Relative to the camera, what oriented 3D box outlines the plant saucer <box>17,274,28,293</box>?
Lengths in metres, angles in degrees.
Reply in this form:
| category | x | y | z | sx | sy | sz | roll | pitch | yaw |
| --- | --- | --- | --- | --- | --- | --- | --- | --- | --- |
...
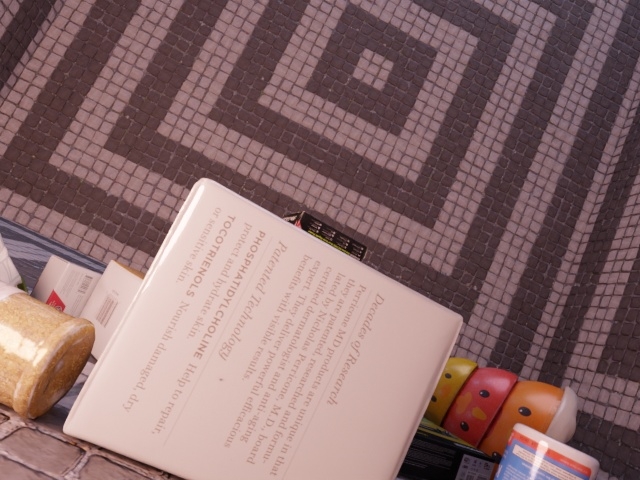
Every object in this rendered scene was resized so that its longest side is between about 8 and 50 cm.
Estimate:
| category | x | y | z | sx | sy | sz | roll | pitch | yaw |
| --- | --- | --- | --- | --- | --- | --- | --- | --- | --- |
| plant saucer | -0.691 | 0.071 | 0.950 | 0.188 | 0.045 | 0.188 | 31 | -10 | -34 |

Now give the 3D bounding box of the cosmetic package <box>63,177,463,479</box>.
| category | x | y | z | sx | sy | sz | roll | pitch | yaw |
| --- | --- | --- | --- | --- | --- | --- | --- | --- | --- |
| cosmetic package | -0.083 | 0.161 | 0.730 | 0.393 | 0.328 | 0.329 | 28 | -10 | -13 |

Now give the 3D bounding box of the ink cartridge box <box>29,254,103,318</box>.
| category | x | y | z | sx | sy | sz | roll | pitch | yaw |
| --- | --- | --- | --- | --- | --- | --- | --- | --- | --- |
| ink cartridge box | -0.508 | 0.125 | 1.027 | 0.072 | 0.128 | 0.175 | 16 | -14 | 34 |

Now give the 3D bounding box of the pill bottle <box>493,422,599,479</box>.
| category | x | y | z | sx | sy | sz | roll | pitch | yaw |
| --- | --- | --- | --- | --- | --- | --- | --- | --- | --- |
| pill bottle | 0.308 | 0.398 | 0.704 | 0.124 | 0.222 | 0.124 | 25 | -9 | 4 |

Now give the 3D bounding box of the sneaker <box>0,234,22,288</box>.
| category | x | y | z | sx | sy | sz | roll | pitch | yaw |
| --- | --- | --- | --- | --- | --- | --- | --- | --- | --- |
| sneaker | -0.597 | 0.041 | 0.845 | 0.292 | 0.110 | 0.118 | 51 | 1 | 42 |

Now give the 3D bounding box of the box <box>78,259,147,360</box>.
| category | x | y | z | sx | sy | sz | roll | pitch | yaw |
| --- | --- | --- | --- | --- | --- | --- | --- | --- | --- |
| box | -0.298 | 0.200 | 1.029 | 0.215 | 0.168 | 0.345 | 15 | -14 | 48 |

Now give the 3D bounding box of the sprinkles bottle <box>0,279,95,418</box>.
| category | x | y | z | sx | sy | sz | roll | pitch | yaw |
| --- | --- | --- | --- | --- | --- | --- | --- | --- | --- |
| sprinkles bottle | -0.446 | 0.071 | 0.544 | 0.355 | 0.121 | 0.121 | 25 | -9 | 0 |

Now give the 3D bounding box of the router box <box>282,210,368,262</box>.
| category | x | y | z | sx | sy | sz | roll | pitch | yaw |
| --- | --- | --- | --- | --- | --- | --- | --- | --- | --- |
| router box | 0.000 | 0.000 | 0.753 | 0.122 | 0.038 | 0.092 | 29 | -10 | -18 |

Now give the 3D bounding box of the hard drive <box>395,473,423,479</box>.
| category | x | y | z | sx | sy | sz | roll | pitch | yaw |
| --- | --- | --- | --- | --- | --- | --- | --- | --- | --- |
| hard drive | 0.121 | 0.458 | 0.967 | 0.203 | 0.040 | 0.307 | 25 | -9 | 2 |

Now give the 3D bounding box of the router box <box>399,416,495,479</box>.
| category | x | y | z | sx | sy | sz | roll | pitch | yaw |
| --- | --- | --- | --- | --- | --- | --- | --- | --- | --- |
| router box | 0.171 | 0.416 | 1.022 | 0.308 | 0.081 | 0.243 | 26 | -9 | -26 |

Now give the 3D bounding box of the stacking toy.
| category | x | y | z | sx | sy | sz | roll | pitch | yaw |
| --- | --- | --- | --- | --- | --- | --- | --- | --- | --- |
| stacking toy | 0.377 | 0.434 | 1.271 | 0.479 | 0.351 | 0.350 | 28 | -7 | 27 |
